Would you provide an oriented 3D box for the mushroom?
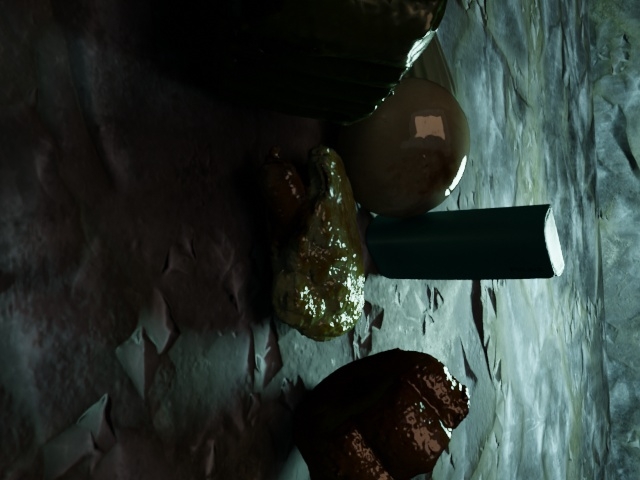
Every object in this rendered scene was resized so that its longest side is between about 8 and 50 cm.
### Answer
[{"bbox_3d":[0.131,-0.148,1.092,0.226,0.178,0.226,-6,110,-16],"label":"mushroom"}]

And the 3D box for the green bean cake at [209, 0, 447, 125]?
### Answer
[{"bbox_3d":[0.005,-0.319,0.767,0.218,0.335,0.319,10,81,-14],"label":"green bean cake"}]

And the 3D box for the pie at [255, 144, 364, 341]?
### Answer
[{"bbox_3d":[0.004,0.002,0.957,0.257,0.105,0.274,-17,102,-64],"label":"pie"}]

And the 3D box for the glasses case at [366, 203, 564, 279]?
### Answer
[{"bbox_3d":[0.226,0.013,1.100,0.070,0.301,0.117,-52,128,-45],"label":"glasses case"}]

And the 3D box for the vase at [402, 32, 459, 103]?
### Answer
[{"bbox_3d":[0.166,-0.310,1.205,0.128,0.128,0.248,-4,82,-56],"label":"vase"}]

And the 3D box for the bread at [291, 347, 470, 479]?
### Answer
[{"bbox_3d":[0.079,0.251,0.926,0.135,0.246,0.232,56,34,-14],"label":"bread"}]
